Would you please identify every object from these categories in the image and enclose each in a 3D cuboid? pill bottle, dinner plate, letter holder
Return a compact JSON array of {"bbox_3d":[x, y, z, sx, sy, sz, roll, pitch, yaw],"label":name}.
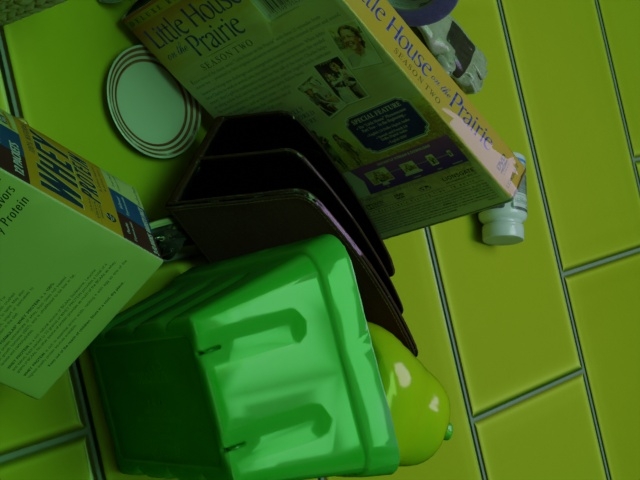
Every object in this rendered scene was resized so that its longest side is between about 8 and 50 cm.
[{"bbox_3d":[0.287,-0.066,1.887,0.078,0.078,0.137,15,70,-43],"label":"pill bottle"},{"bbox_3d":[-0.203,-0.167,1.448,0.141,0.017,0.141,15,69,-44],"label":"dinner plate"},{"bbox_3d":[0.000,0.000,1.435,0.302,0.214,0.152,56,46,-37],"label":"letter holder"}]

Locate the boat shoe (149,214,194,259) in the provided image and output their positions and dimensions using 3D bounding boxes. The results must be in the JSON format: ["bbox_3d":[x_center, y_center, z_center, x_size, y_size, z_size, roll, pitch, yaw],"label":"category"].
[{"bbox_3d":[-0.182,-0.002,1.402,0.152,0.056,0.049,-21,91,-47],"label":"boat shoe"}]

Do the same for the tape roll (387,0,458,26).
[{"bbox_3d":[0.125,-0.406,1.721,0.189,0.189,0.080,48,50,-27],"label":"tape roll"}]

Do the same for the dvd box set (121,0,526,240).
[{"bbox_3d":[0.000,-0.173,1.407,0.420,0.307,0.062,46,52,-21],"label":"dvd box set"}]

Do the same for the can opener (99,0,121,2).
[{"bbox_3d":[-0.292,-0.408,1.393,0.283,0.076,0.095,58,14,-19],"label":"can opener"}]

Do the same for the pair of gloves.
[{"bbox_3d":[0.172,-0.265,1.841,0.204,0.042,0.240,39,50,-28],"label":"pair of gloves"}]

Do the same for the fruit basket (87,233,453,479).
[{"bbox_3d":[-0.021,0.144,1.307,0.392,0.392,0.283,-15,91,-47],"label":"fruit basket"}]

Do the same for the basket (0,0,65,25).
[{"bbox_3d":[-0.320,-0.308,1.259,0.103,0.167,0.113,31,60,-45],"label":"basket"}]

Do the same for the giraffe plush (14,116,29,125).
[{"bbox_3d":[-0.376,-0.153,1.180,0.170,0.181,0.210,67,29,-41],"label":"giraffe plush"}]

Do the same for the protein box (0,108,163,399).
[{"bbox_3d":[-0.301,0.009,1.148,0.201,0.200,0.136,33,17,-37],"label":"protein box"}]
